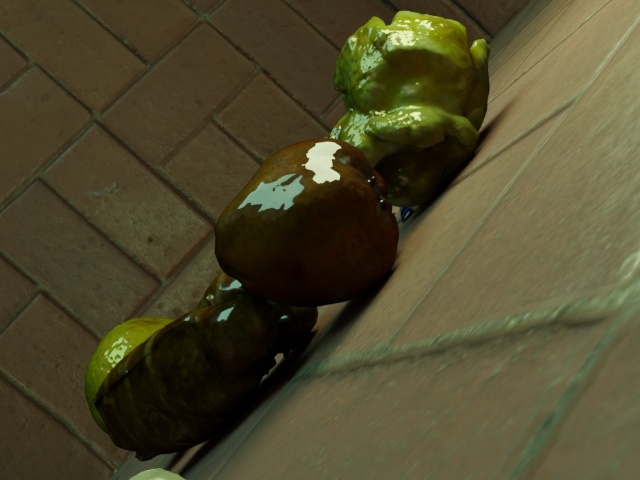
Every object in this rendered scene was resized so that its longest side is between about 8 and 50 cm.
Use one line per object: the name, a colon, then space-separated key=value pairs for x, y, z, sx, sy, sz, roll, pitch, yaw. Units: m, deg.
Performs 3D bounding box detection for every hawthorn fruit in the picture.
hawthorn fruit: x=-0.027 y=-0.005 z=0.993 sx=0.248 sy=0.208 sz=0.208 roll=-27 pitch=11 yaw=21

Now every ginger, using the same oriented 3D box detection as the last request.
ginger: x=-0.159 y=0.170 z=1.174 sx=0.418 sy=0.176 sz=0.254 roll=-44 pitch=-2 yaw=34

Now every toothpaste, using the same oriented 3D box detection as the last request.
toothpaste: x=0.130 y=-0.045 z=1.233 sx=0.024 sy=0.015 sz=0.083 roll=-56 pitch=5 yaw=13

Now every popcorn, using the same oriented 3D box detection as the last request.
popcorn: x=0.123 y=-0.189 z=1.149 sx=0.226 sy=0.276 sz=0.276 roll=-7 pitch=25 yaw=28

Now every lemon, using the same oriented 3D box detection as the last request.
lemon: x=-0.300 y=0.256 z=1.471 sx=0.267 sy=0.267 sz=0.267 roll=-49 pitch=2 yaw=3

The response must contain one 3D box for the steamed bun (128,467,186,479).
steamed bun: x=-0.135 y=0.235 z=0.616 sx=0.130 sy=0.091 sz=0.112 roll=-45 pitch=2 yaw=34
